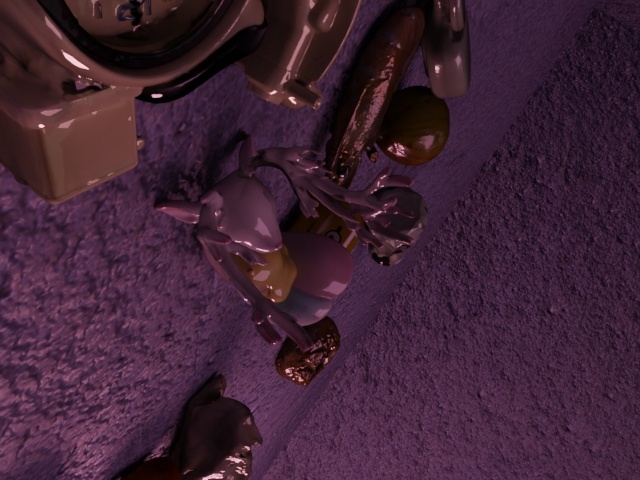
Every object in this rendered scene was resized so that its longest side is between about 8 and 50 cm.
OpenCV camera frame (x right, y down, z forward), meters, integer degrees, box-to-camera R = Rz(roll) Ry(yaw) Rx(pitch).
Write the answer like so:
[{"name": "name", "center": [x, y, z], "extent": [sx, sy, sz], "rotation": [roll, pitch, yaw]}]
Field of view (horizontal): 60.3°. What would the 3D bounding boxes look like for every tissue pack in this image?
[{"name": "tissue pack", "center": [0.000, 0.000, 1.000], "extent": [0.178, 0.127, 0.123], "rotation": [-53, 167, -2]}]

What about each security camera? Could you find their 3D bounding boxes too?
[{"name": "security camera", "center": [0.195, -0.357, 0.867], "extent": [0.301, 0.080, 0.157], "rotation": [59, 35, -62]}]

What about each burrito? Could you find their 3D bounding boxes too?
[{"name": "burrito", "center": [-0.243, 0.460, 1.190], "extent": [0.135, 0.190, 0.332], "rotation": [-8, 133, -36]}]

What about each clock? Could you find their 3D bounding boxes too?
[{"name": "clock", "center": [-0.067, -0.200, 0.411], "extent": [0.379, 0.120, 0.276], "rotation": [-34, 151, -41]}]

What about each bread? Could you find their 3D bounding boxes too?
[{"name": "bread", "center": [-0.030, 0.323, 1.620], "extent": [0.230, 0.123, 0.230], "rotation": [-48, 166, -16]}]

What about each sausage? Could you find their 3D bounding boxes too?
[{"name": "sausage", "center": [-0.349, 0.484, 1.080], "extent": [0.179, 0.089, 0.089], "rotation": [-8, 133, -56]}]

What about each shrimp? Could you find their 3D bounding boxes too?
[{"name": "shrimp", "center": [0.082, -0.217, 0.881], "extent": [0.317, 0.077, 0.168], "rotation": [-63, 165, 20]}]

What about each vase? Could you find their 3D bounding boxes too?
[{"name": "vase", "center": [0.192, -0.025, 1.499], "extent": [0.165, 0.165, 0.360], "rotation": [-51, 169, -11]}]

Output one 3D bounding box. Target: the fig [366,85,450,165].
[{"name": "fig", "center": [0.147, -0.203, 1.023], "extent": [0.186, 0.148, 0.142], "rotation": [-10, 167, -12]}]

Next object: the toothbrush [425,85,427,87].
[{"name": "toothbrush", "center": [0.238, -0.323, 1.238], "extent": [0.006, 0.008, 0.097], "rotation": [-67, 165, -6]}]

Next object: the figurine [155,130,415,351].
[{"name": "figurine", "center": [-0.037, 0.002, 0.658], "extent": [0.206, 0.284, 0.316], "rotation": [-53, 153, -9]}]
